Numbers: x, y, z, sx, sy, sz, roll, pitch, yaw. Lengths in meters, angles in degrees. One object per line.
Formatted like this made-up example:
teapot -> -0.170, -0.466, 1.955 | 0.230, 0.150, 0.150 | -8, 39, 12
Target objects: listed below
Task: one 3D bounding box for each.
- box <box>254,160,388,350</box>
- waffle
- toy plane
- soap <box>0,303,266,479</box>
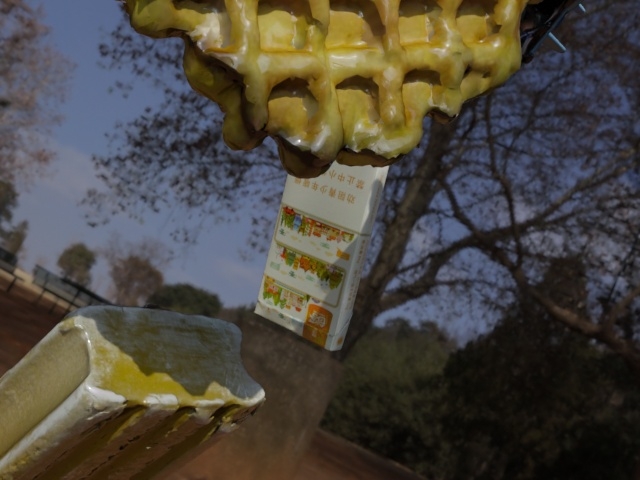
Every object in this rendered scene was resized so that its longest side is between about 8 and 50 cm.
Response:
box -> -0.001, 0.000, 0.932 | 0.122, 0.221, 0.032 | 23, 15, 34
waffle -> 0.014, -0.186, 0.444 | 0.058, 0.300, 0.282 | 13, -48, 60
toy plane -> 0.185, -0.203, 0.630 | 0.078, 0.169, 0.246 | 27, -1, 2
soap -> -0.195, 0.162, 0.665 | 0.173, 0.274, 0.089 | 14, 44, -49
